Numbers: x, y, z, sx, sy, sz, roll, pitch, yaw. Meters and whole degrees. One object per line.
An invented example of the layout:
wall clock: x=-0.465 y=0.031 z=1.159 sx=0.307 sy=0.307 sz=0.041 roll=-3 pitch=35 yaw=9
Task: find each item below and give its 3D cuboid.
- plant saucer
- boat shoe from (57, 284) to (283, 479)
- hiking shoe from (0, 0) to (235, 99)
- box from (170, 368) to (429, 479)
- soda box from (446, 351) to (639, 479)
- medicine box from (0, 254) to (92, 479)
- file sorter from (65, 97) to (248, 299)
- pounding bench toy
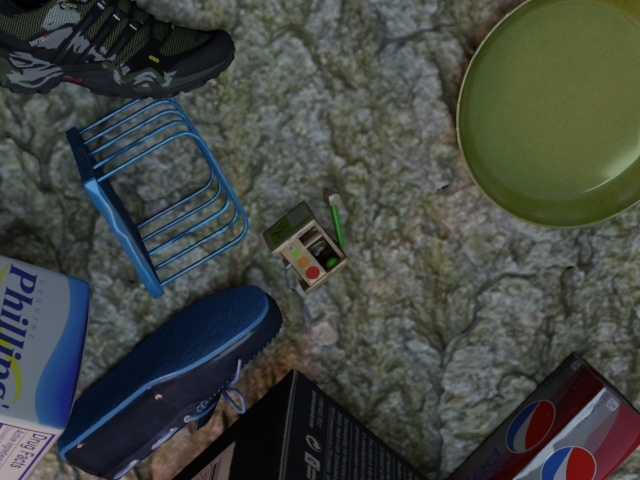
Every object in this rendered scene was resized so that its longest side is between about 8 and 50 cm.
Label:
plant saucer: x=0.241 y=-0.130 z=1.336 sx=0.241 sy=0.037 sz=0.241 roll=-4 pitch=112 yaw=-11
boat shoe: x=-0.134 y=0.136 z=1.334 sx=0.258 sy=0.109 sz=0.089 roll=-33 pitch=122 yaw=19
hiking shoe: x=-0.184 y=-0.185 z=1.196 sx=0.227 sy=0.086 sz=0.114 roll=-2 pitch=114 yaw=-11
box: x=0.014 y=0.375 z=1.311 sx=0.395 sy=0.212 sz=0.293 roll=41 pitch=110 yaw=-15
soda box: x=0.211 y=0.246 z=1.440 sx=0.083 sy=0.092 sz=0.263 roll=40 pitch=98 yaw=-22
medicine box: x=-0.375 y=0.116 z=1.168 sx=0.289 sy=0.149 sz=0.263 roll=18 pitch=141 yaw=-20
file sorter: x=-0.141 y=-0.049 z=1.213 sx=0.104 sy=0.170 sz=0.118 roll=-30 pitch=113 yaw=-4
pounding bench toy: x=0.000 y=0.000 z=1.324 sx=0.083 sy=0.052 sz=0.065 roll=-39 pitch=113 yaw=4
